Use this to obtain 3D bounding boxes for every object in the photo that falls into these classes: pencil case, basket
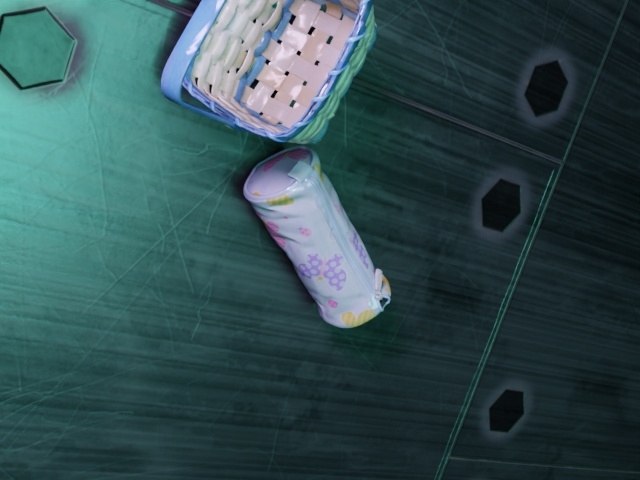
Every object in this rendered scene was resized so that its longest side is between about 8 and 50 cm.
[{"bbox_3d":[0.000,0.000,1.156,0.113,0.124,0.273,-40,122,-13],"label":"pencil case"},{"bbox_3d":[-0.060,-0.237,0.954,0.255,0.201,0.289,-60,165,0],"label":"basket"}]
